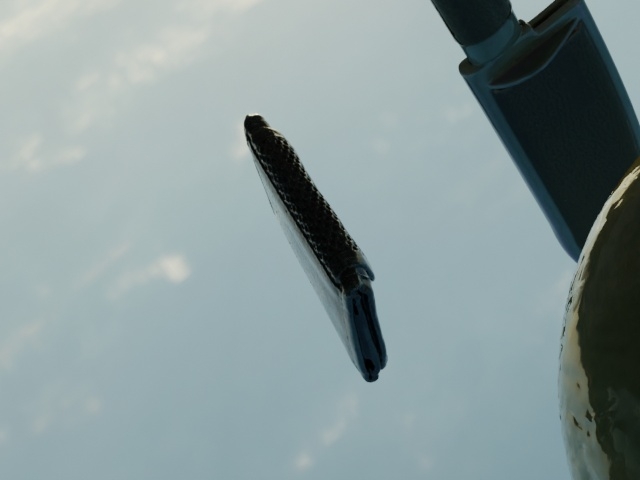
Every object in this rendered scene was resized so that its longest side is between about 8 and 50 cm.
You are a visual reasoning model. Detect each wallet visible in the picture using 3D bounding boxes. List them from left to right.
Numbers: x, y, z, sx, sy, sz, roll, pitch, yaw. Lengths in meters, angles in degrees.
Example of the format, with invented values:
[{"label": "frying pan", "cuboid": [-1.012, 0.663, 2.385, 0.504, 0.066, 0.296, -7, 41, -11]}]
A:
[{"label": "wallet", "cuboid": [0.000, 0.000, 0.858, 0.026, 0.088, 0.129, -26, -127, -6]}]

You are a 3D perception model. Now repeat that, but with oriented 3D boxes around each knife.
[{"label": "knife", "cuboid": [0.091, -0.076, 0.715, 0.061, 0.343, 0.027, -37, -136, -1]}]

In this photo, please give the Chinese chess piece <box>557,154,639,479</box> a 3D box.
[{"label": "Chinese chess piece", "cuboid": [0.154, 0.040, 0.444, 0.188, 0.188, 0.083, -47, -175, -21]}]
